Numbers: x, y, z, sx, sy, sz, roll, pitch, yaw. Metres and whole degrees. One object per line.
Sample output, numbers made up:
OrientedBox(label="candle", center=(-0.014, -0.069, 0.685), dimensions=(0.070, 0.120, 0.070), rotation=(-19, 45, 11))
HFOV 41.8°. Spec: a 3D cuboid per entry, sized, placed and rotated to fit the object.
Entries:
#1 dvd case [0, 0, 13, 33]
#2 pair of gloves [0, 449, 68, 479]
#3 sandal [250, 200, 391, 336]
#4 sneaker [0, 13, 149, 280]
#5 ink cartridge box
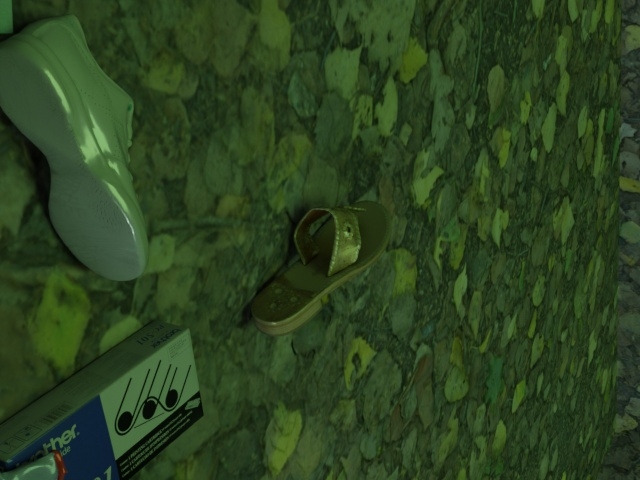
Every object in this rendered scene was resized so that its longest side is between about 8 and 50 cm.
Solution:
OrientedBox(label="dvd case", center=(-0.239, -0.194, 0.539), dimensions=(0.087, 0.013, 0.119), rotation=(-18, 114, -56))
OrientedBox(label="pair of gloves", center=(-0.244, 0.245, 0.582), dimensions=(0.159, 0.023, 0.198), rotation=(-12, 109, -51))
OrientedBox(label="sandal", center=(0.005, 0.002, 0.937), dimensions=(0.240, 0.088, 0.079), rotation=(-47, 143, -35))
OrientedBox(label="sneaker", center=(-0.169, -0.069, 0.645), dimensions=(0.094, 0.080, 0.212), rotation=(-61, 145, -48))
OrientedBox(label="ink cartridge box", center=(-0.185, 0.159, 0.708), dimensions=(0.207, 0.046, 0.097), rotation=(-37, 128, -49))
